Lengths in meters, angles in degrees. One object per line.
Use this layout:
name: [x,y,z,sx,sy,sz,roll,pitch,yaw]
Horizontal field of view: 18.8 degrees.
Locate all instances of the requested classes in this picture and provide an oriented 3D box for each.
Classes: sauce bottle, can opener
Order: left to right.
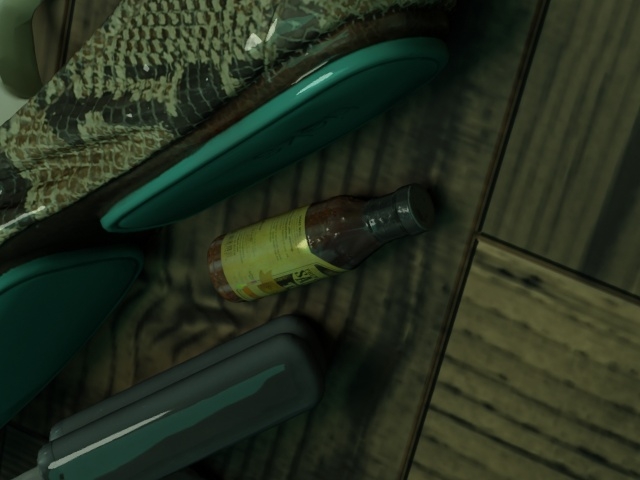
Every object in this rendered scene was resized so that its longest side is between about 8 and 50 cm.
can opener: [-0.118,0.132,1.069,0.280,0.074,0.093,-30,102,8]
sauce bottle: [0.000,0.000,1.020,0.128,0.042,0.042,-18,106,34]

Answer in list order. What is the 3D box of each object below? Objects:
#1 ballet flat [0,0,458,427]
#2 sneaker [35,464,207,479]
ballet flat: [-0.137,-0.043,1.019,0.483,0.164,0.182,-39,72,29]
sneaker: [-0.096,0.303,1.115,0.137,0.210,0.366,-14,107,30]
